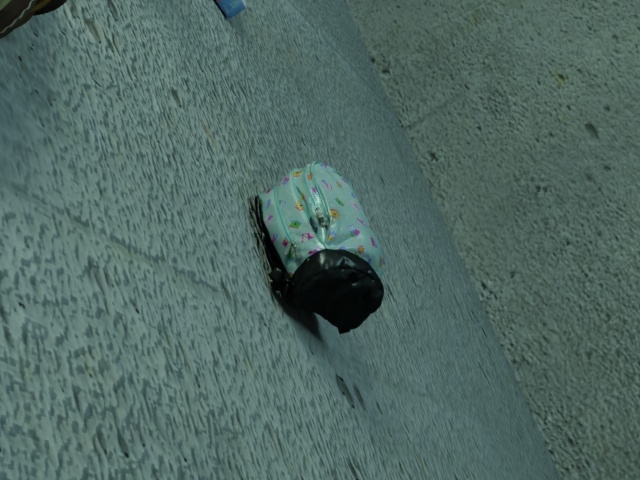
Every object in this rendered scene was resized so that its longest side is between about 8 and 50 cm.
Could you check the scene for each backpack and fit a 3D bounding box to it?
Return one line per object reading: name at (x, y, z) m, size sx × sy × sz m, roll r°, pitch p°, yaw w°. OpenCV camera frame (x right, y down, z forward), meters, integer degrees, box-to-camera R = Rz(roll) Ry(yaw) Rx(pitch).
backpack at (0.000, 0.000, 1.402) m, size 0.152 × 0.115 × 0.182 m, roll 41°, pitch 21°, yaw -51°

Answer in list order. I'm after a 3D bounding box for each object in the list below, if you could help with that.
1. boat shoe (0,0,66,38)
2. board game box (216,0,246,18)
boat shoe at (-0.240, -0.237, 0.964) m, size 0.123 × 0.123 × 0.342 m, roll 51°, pitch 10°, yaw -35°
board game box at (-0.176, -0.455, 1.852) m, size 0.160 × 0.039 × 0.211 m, roll 53°, pitch 16°, yaw -34°
